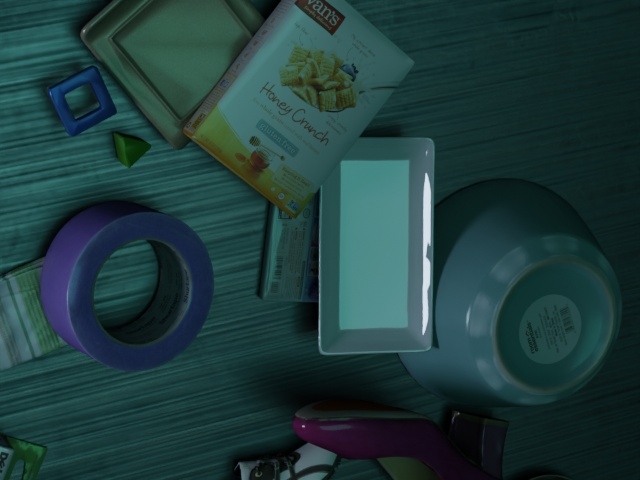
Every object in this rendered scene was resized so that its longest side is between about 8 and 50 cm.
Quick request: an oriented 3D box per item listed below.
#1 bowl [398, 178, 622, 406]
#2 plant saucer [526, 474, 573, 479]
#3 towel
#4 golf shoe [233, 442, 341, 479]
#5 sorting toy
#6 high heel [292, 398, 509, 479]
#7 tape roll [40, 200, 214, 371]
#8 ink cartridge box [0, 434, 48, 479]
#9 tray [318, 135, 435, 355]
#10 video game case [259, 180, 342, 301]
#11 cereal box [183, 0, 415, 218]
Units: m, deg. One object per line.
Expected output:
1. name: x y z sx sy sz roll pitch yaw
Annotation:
1. bowl: 0.261 0.086 2.122 0.312 0.163 0.311 -5 104 -22
2. plant saucer: 0.298 0.397 2.287 0.169 0.029 0.168 -6 106 -21
3. towel: -0.347 0.088 1.940 0.152 0.023 0.113 -23 110 -16
4. golf shoe: -0.053 0.296 2.087 0.198 0.077 0.094 -46 106 -15
5. sorting toy: -0.159 -0.233 1.931 0.348 0.047 0.196 -43 119 -8
6. high heel: 0.103 0.300 2.091 0.377 0.127 0.181 11 89 -39
7. tape roll: -0.224 0.052 1.936 0.189 0.080 0.189 -7 104 -31
8. ink cartridge box: -0.424 0.272 1.930 0.209 0.062 0.109 20 94 -26
9. tray: 0.067 0.006 2.054 0.145 0.030 0.270 -1 98 -9
10. video game case: 0.000 0.000 2.069 0.143 0.019 0.157 3 101 -24
11. cereal box: -0.024 -0.170 1.959 0.173 0.047 0.240 38 88 -26
